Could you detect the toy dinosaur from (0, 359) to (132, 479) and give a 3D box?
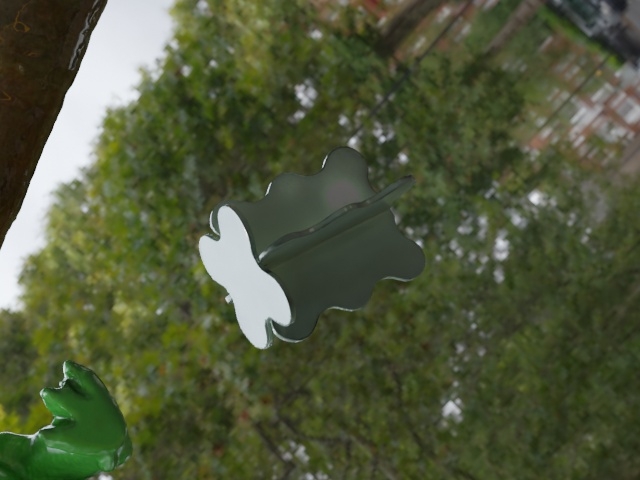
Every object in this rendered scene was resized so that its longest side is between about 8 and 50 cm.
[{"bbox_3d":[-0.239,0.230,0.792,0.500,0.374,0.144,47,-140,-35],"label":"toy dinosaur"}]

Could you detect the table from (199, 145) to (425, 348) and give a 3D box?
[{"bbox_3d":[0.000,0.000,1.195,0.198,0.166,0.166,-27,-117,-28],"label":"table"}]

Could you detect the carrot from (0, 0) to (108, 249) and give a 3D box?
[{"bbox_3d":[-0.101,-0.090,0.394,0.070,0.342,0.070,23,-175,-2],"label":"carrot"}]
